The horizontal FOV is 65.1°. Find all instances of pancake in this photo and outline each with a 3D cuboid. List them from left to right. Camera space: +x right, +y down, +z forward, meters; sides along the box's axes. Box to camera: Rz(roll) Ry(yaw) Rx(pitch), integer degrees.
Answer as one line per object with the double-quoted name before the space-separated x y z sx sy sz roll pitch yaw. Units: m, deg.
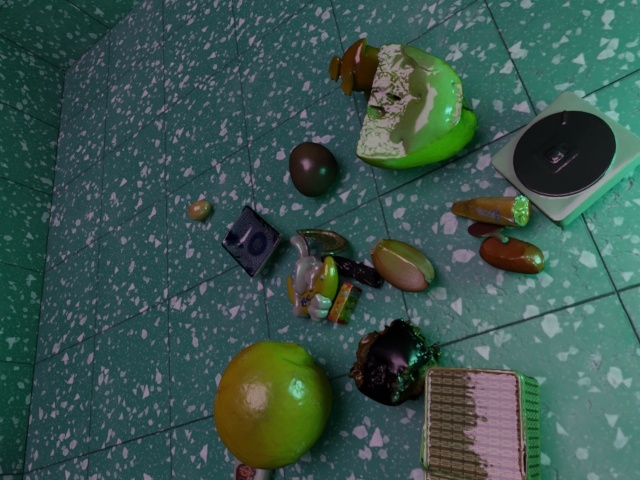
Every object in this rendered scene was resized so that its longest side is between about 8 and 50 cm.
"pancake" 0.000 0.000 1.560 0.190 0.184 0.020 14 114 21

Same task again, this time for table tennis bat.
"table tennis bat" 0.434 -0.023 1.279 0.087 0.013 0.156 -20 19 -3

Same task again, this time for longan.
"longan" -0.026 -0.239 1.670 0.189 0.189 0.189 -14 65 32

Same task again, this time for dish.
"dish" -0.229 0.008 1.780 0.243 0.080 0.182 40 98 41

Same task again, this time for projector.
"projector" 0.602 -0.201 1.236 0.259 0.079 0.257 -44 53 15

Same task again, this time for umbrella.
"umbrella" 0.087 0.087 1.529 0.235 0.059 0.066 17 126 43

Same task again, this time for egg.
"egg" -0.483 -0.122 2.022 0.096 0.080 0.080 -15 64 22

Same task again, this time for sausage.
"sausage" 0.469 0.034 1.245 0.179 0.089 0.089 17 84 49

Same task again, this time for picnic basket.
"picnic basket" 0.357 0.446 1.111 0.228 0.175 0.313 -6 70 35

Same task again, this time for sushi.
"sushi" 0.183 0.307 1.285 0.204 0.200 0.213 34 118 40

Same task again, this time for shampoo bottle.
"shampoo bottle" -0.217 0.717 1.506 0.153 0.071 0.284 0 72 36

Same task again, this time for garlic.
"garlic" 0.243 0.073 1.387 0.115 0.128 0.206 -34 49 -31

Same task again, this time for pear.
"pear" 0.292 -0.355 1.437 0.318 0.238 0.343 16 93 25

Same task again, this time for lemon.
"lemon" -0.132 0.448 1.383 0.347 0.348 0.348 -14 65 32

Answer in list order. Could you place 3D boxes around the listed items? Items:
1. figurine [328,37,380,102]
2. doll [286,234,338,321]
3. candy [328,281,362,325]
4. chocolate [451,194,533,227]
"figurine" 0.164 -0.550 1.615 0.215 0.228 0.215 -11 75 47
"doll" -0.036 0.124 1.558 0.237 0.111 0.252 19 105 56
"candy" 0.074 0.190 1.496 0.038 0.062 0.122 23 87 38
"chocolate" 0.434 -0.077 1.304 0.219 0.085 0.086 8 77 57
